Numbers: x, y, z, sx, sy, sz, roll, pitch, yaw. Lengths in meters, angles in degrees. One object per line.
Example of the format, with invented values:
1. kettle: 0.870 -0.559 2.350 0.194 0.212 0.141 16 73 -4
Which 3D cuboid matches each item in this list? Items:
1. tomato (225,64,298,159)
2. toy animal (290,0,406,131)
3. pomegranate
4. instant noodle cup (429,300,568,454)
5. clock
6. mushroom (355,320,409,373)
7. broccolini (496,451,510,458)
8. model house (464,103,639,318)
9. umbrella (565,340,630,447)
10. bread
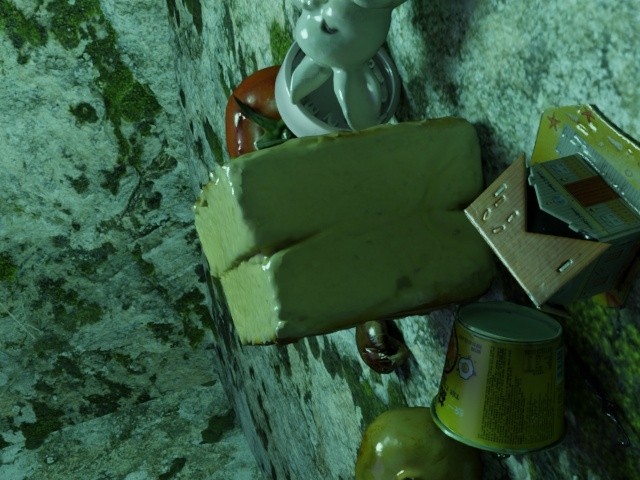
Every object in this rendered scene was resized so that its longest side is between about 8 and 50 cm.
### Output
1. tomato: -0.063 -0.212 1.325 0.224 0.256 0.255 -116 16 -75
2. toy animal: 0.055 -0.324 0.935 0.208 0.154 0.325 29 127 30
3. pomegranate: 0.165 0.391 1.171 0.233 0.233 0.233 165 90 -71
4. instant noodle cup: 0.239 0.168 0.892 0.182 0.182 0.144 -146 55 -62
5. clock: 0.028 -0.246 1.110 0.068 0.197 0.196 136 118 -67
6. mushroom: 0.119 0.212 1.381 0.170 0.080 0.135 36 147 66
7. broccolini: 0.261 0.240 1.093 0.044 0.042 0.218 117 141 -64
8. model house: 0.247 -0.030 0.760 0.207 0.136 0.219 95 153 -48
9. umbrella: 0.340 0.183 0.837 0.022 0.022 0.148 97 156 -56
10. bread: 0.028 0.002 1.031 0.371 0.390 0.279 149 110 -69
